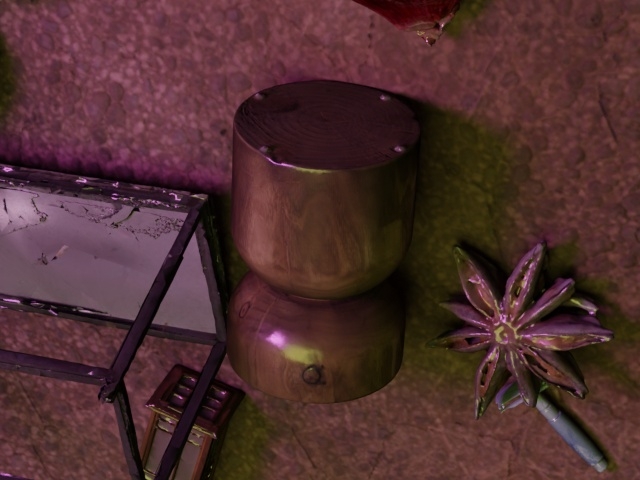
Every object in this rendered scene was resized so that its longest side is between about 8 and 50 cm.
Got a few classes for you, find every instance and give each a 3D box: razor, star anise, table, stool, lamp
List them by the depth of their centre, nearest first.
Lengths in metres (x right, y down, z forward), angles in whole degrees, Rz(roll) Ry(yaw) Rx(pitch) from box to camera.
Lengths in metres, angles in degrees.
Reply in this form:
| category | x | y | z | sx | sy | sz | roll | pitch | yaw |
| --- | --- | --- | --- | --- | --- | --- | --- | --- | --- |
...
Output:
| category | x | y | z | sx | sy | sz | roll | pitch | yaw |
| --- | --- | --- | --- | --- | --- | --- | --- | --- | --- |
| stool | 0.000 | 0.000 | 1.756 | 0.179 | 0.179 | 0.264 | 11 | 122 | 13 |
| star anise | 0.188 | 0.083 | 1.804 | 0.182 | 0.065 | 0.195 | -32 | 94 | 29 |
| table | -0.296 | 0.097 | 1.835 | 0.335 | 0.272 | 0.222 | 9 | 137 | 15 |
| razor | 0.248 | 0.190 | 1.867 | 0.068 | 0.040 | 0.135 | -34 | 108 | 33 |
| lamp | -0.174 | 0.295 | 2.047 | 0.089 | 0.090 | 0.325 | 23 | 123 | 7 |

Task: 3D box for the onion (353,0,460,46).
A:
| category | x | y | z | sx | sy | sz | roll | pitch | yaw |
| --- | --- | --- | --- | --- | --- | --- | --- | --- | --- |
| onion | 0.073 | -0.288 | 1.596 | 0.227 | 0.120 | 0.283 | 4 | 121 | 23 |
